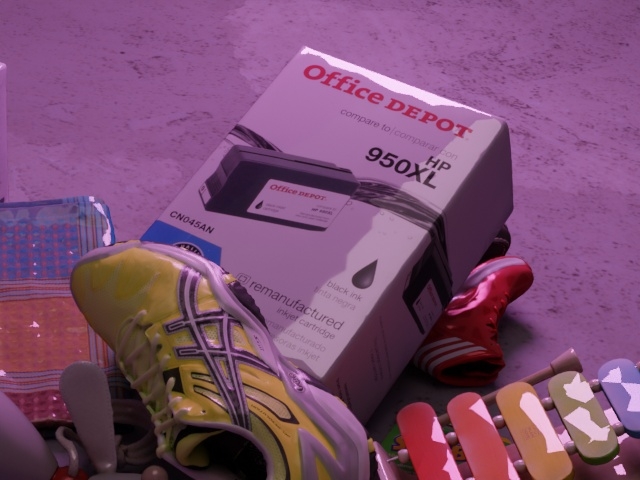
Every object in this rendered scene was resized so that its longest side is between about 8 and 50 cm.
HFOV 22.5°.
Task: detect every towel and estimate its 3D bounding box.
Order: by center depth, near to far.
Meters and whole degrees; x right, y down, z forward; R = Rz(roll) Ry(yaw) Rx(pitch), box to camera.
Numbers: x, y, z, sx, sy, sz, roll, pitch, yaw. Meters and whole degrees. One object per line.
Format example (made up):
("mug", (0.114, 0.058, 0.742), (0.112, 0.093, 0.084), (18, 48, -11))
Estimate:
("towel", (-0.357, 0.079, 1.816), (0.271, 0.040, 0.370), (-2, 41, -12))

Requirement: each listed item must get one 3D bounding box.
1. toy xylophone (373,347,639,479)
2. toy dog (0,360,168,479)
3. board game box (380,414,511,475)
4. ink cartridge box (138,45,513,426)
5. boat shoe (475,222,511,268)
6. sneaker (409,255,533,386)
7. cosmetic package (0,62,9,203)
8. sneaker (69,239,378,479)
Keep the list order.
("toy xylophone", (0.200, 0.193, 1.597), (0.322, 0.081, 0.236), (-25, 33, -6))
("toy dog", (-0.287, 0.176, 1.546), (0.333, 0.161, 0.220), (7, 39, -14))
("board game box", (0.098, 0.263, 1.645), (0.124, 0.039, 0.259), (18, 35, 19))
("ink cartridge box", (0.000, 0.000, 1.798), (0.285, 0.166, 0.395), (23, 59, 24))
("boat shoe", (0.087, 0.054, 1.944), (0.335, 0.112, 0.095), (-11, 51, -17))
("sneaker", (0.196, 0.108, 1.900), (0.221, 0.087, 0.128), (-29, 52, -27))
("cosmetic package", (-0.519, -0.126, 2.012), (0.224, 0.225, 0.138), (17, 32, 19))
("sneaker", (-0.116, 0.136, 1.571), (0.384, 0.145, 0.147), (39, 34, 22))
